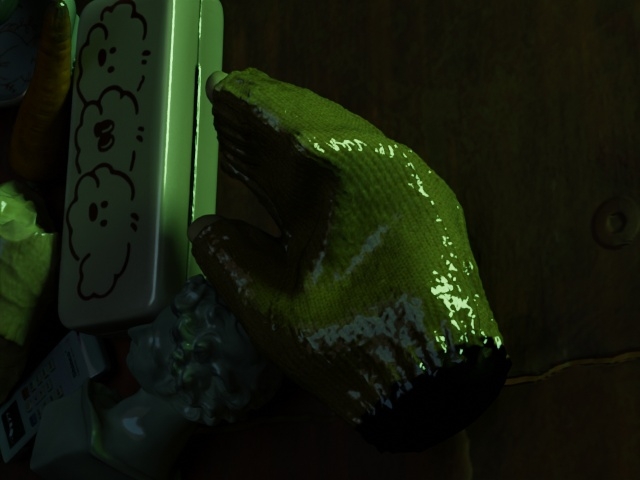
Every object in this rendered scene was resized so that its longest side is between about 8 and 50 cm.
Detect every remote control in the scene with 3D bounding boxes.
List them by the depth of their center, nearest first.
[{"bbox_3d":[-0.266,0.154,1.452,0.166,0.029,0.065,-44,53,27],"label":"remote control"}]

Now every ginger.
[{"bbox_3d":[-0.352,0.052,1.494,0.275,0.130,0.221,-27,50,34],"label":"ginger"}]

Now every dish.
[{"bbox_3d":[-0.342,-0.208,1.589,0.212,0.077,0.151,1,76,40],"label":"dish"}]

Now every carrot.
[{"bbox_3d":[-0.274,-0.147,1.461,0.061,0.061,0.257,59,147,34],"label":"carrot"}]

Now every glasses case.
[{"bbox_3d":[-0.172,-0.079,1.409,0.144,0.076,0.337,-11,70,37],"label":"glasses case"}]

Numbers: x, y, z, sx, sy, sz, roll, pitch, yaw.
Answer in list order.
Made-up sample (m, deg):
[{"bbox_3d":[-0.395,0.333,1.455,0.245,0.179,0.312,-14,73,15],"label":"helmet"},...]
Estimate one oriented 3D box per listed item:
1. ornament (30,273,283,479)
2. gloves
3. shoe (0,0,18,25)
[{"bbox_3d":[-0.140,0.147,1.296,0.285,0.130,0.120,-45,37,31],"label":"ornament"},{"bbox_3d":[0.013,0.005,1.178,0.203,0.155,0.356,-47,68,29],"label":"gloves"},{"bbox_3d":[-0.347,-0.342,1.509,0.108,0.093,0.241,7,83,20],"label":"shoe"}]
